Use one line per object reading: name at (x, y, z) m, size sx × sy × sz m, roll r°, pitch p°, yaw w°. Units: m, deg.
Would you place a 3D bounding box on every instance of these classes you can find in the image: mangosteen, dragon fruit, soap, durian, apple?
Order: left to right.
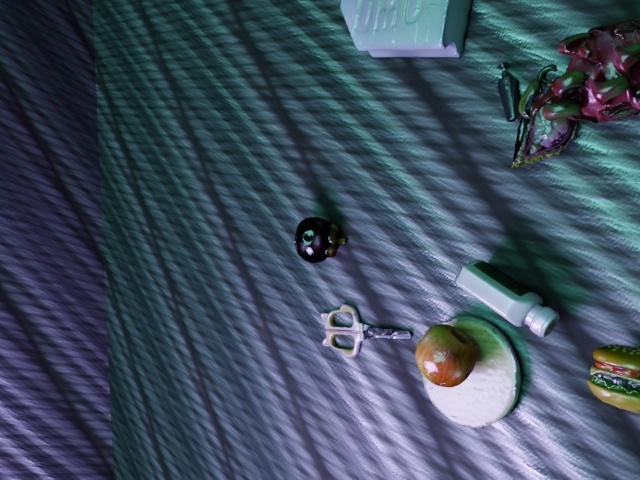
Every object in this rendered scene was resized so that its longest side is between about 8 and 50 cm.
mangosteen at (0.000, 0.000, 1.652) m, size 0.152 × 0.137 × 0.137 m, roll 5°, pitch 94°, yaw 9°
soap at (0.208, -0.586, 1.450) m, size 0.347 × 0.115 × 0.208 m, roll 18°, pitch 101°, yaw 42°
apple at (0.285, 0.269, 1.300) m, size 0.147 × 0.147 × 0.146 m, roll 0°, pitch 90°, yaw 44°
durian at (0.488, -0.237, 1.216) m, size 0.108 × 0.119 × 0.186 m, roll 15°, pitch 107°, yaw 5°
dragon fruit at (0.532, -0.311, 1.049) m, size 0.198 × 0.273 × 0.218 m, roll 96°, pitch 152°, yaw -58°

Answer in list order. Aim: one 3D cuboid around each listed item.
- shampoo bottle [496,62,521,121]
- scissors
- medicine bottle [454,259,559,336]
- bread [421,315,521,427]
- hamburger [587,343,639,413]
shampoo bottle at (0.432, -0.341, 1.296) m, size 0.048 × 0.027 × 0.137 m, roll -15°, pitch 79°, yaw 40°
scissors at (0.121, 0.257, 1.592) m, size 0.318 × 0.024 × 0.160 m, roll -6°, pitch 86°, yaw 43°
medicine bottle at (0.416, 0.127, 1.250) m, size 0.219 × 0.115 × 0.078 m, roll 37°, pitch 113°, yaw 37°
bread at (0.358, 0.313, 1.356) m, size 0.267 × 0.041 × 0.266 m, roll -1°, pitch 89°, yaw 43°
hamburger at (0.591, 0.259, 1.063) m, size 0.162 × 0.162 × 0.115 m, roll 9°, pitch 91°, yaw 43°
